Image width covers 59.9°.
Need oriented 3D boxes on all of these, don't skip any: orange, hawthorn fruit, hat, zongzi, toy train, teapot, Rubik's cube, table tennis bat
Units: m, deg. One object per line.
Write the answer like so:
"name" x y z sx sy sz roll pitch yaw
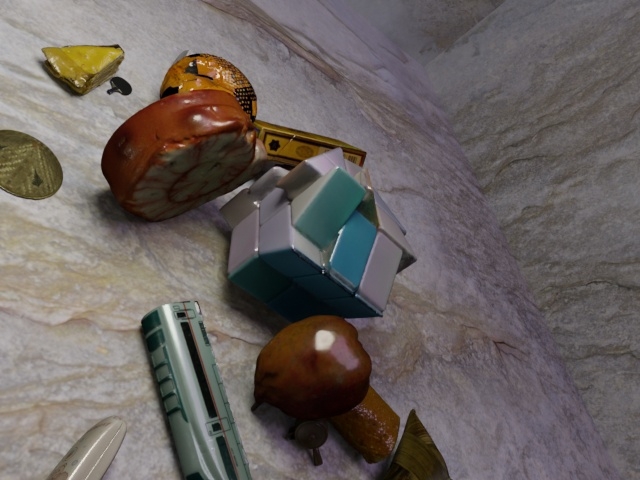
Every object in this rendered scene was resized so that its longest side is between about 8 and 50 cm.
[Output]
"orange" -0.264 -0.325 1.316 0.235 0.182 0.234 12 56 -18
"hawthorn fruit" -0.026 0.260 1.071 0.208 0.248 0.208 57 -12 19
"hat" -0.500 -0.150 0.955 0.146 0.067 0.146 35 36 -30
"zongzi" 0.180 0.499 1.205 0.286 0.134 0.288 25 43 -44
"toy train" -0.200 0.301 0.917 0.088 0.086 0.406 5 57 -54
"teapot" -0.023 0.398 1.116 0.080 0.085 0.110 -94 173 -75
"Rubik's cube" 0.000 0.000 1.215 0.387 0.358 0.368 41 27 -31
"table tennis bat" -0.459 -0.348 1.262 0.050 0.007 0.083 47 30 -15

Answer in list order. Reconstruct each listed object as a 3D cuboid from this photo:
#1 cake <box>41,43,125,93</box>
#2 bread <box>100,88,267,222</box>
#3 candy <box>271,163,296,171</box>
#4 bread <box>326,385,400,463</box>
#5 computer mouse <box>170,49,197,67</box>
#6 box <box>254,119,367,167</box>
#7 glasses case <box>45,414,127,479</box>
"cake" -0.509 -0.378 1.181 0.116 0.080 0.184 31 46 -15
"bread" -0.258 -0.153 1.064 0.114 0.295 0.327 60 0 9
"candy" -0.075 -0.191 1.575 0.124 0.124 0.365 48 23 -13
"bread" 0.088 0.387 1.219 0.172 0.103 0.132 49 31 -8
"computer mouse" -0.346 -0.430 1.462 0.102 0.045 0.199 37 36 -29
"box" -0.055 -0.248 1.484 0.302 0.083 0.193 9 15 -26
"glasses case" -0.327 0.317 0.732 0.051 0.081 0.204 49 29 -15
